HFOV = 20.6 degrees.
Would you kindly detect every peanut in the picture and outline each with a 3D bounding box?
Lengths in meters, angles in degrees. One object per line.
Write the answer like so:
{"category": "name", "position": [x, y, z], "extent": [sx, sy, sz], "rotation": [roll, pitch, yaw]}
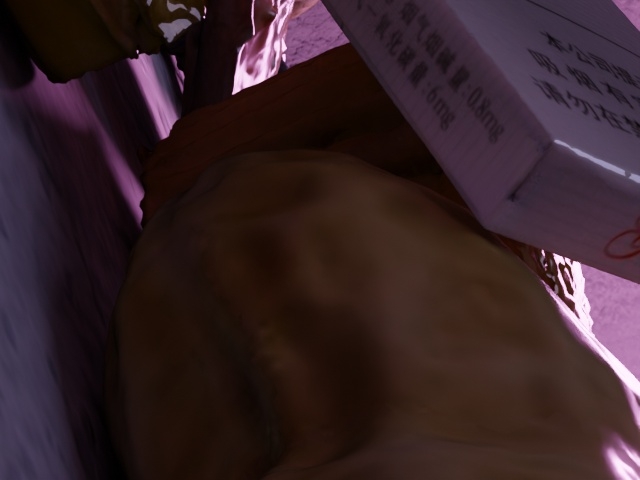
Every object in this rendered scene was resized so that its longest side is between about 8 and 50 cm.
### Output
{"category": "peanut", "position": [0.026, 0.081, 0.380], "extent": [0.305, 0.147, 0.147], "rotation": [-104, 174, -60]}

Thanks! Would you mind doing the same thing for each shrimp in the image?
{"category": "shrimp", "position": [-0.025, -0.128, 0.698], "extent": [0.164, 0.062, 0.317], "rotation": [-90, -171, -50]}

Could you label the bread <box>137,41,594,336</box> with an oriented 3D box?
{"category": "bread", "position": [0.029, 0.042, 0.636], "extent": [0.240, 0.139, 0.240], "rotation": [-14, 90, -86]}

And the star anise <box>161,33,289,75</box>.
{"category": "star anise", "position": [-0.056, -0.116, 0.963], "extent": [0.181, 0.061, 0.204], "rotation": [68, 4, -46]}

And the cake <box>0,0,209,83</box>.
{"category": "cake", "position": [-0.080, -0.111, 0.537], "extent": [0.116, 0.079, 0.185], "rotation": [55, 17, -20]}

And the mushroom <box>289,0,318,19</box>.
{"category": "mushroom", "position": [-0.053, -0.205, 1.148], "extent": [0.148, 0.112, 0.148], "rotation": [27, -13, 7]}

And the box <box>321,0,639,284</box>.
{"category": "box", "position": [0.048, -0.075, 0.540], "extent": [0.139, 0.035, 0.245], "rotation": [18, 30, -39]}
